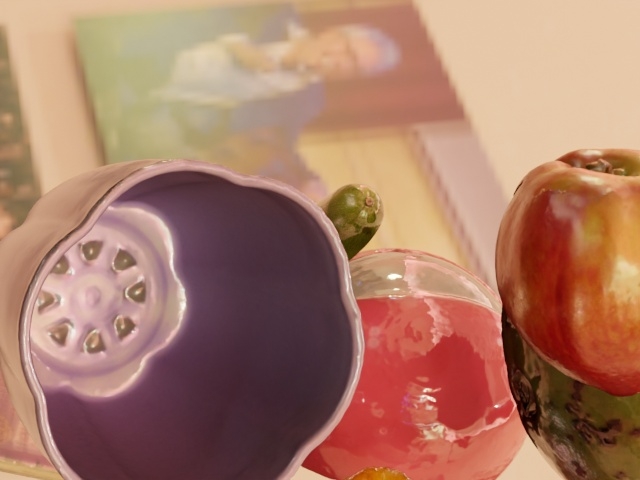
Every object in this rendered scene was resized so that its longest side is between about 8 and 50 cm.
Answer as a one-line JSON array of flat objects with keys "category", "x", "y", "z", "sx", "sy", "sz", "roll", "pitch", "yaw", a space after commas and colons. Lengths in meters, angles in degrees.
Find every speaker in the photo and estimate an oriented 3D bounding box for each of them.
[{"category": "speaker", "x": 0.082, "y": 0.148, "z": 2.042, "sx": 0.294, "sy": 0.294, "sz": 0.294, "roll": 174, "pitch": -90, "yaw": -76}]

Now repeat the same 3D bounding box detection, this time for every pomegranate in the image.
[{"category": "pomegranate", "x": 0.328, "y": 0.105, "z": 1.776, "sx": 0.291, "sy": 0.323, "sz": 0.290, "roll": -3, "pitch": 90, "yaw": -84}]

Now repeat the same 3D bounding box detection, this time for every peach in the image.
[{"category": "peach", "x": 0.225, "y": 0.027, "z": 1.518, "sx": 0.197, "sy": 0.197, "sz": 0.197, "roll": 174, "pitch": -90, "yaw": -76}]

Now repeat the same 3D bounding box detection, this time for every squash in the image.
[{"category": "squash", "x": 0.000, "y": 0.000, "z": 1.960, "sx": 0.252, "sy": 0.066, "sz": 0.066, "roll": 146, "pitch": -63, "yaw": -63}]

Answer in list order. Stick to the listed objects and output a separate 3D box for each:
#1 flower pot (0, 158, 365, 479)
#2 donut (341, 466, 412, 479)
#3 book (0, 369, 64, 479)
[{"category": "flower pot", "x": -0.134, "y": 0.053, "z": 1.471, "sx": 0.243, "sy": 0.265, "sz": 0.265, "roll": -158, "pitch": -118, "yaw": -62}, {"category": "donut", "x": 0.047, "y": 0.284, "z": 1.777, "sx": 0.058, "sy": 0.152, "sz": 0.151, "roll": -23, "pitch": -108, "yaw": 47}, {"category": "book", "x": -0.233, "y": 0.185, "z": 2.145, "sx": 0.228, "sy": 0.323, "sz": 0.018, "roll": -85, "pitch": -169, "yaw": -48}]
